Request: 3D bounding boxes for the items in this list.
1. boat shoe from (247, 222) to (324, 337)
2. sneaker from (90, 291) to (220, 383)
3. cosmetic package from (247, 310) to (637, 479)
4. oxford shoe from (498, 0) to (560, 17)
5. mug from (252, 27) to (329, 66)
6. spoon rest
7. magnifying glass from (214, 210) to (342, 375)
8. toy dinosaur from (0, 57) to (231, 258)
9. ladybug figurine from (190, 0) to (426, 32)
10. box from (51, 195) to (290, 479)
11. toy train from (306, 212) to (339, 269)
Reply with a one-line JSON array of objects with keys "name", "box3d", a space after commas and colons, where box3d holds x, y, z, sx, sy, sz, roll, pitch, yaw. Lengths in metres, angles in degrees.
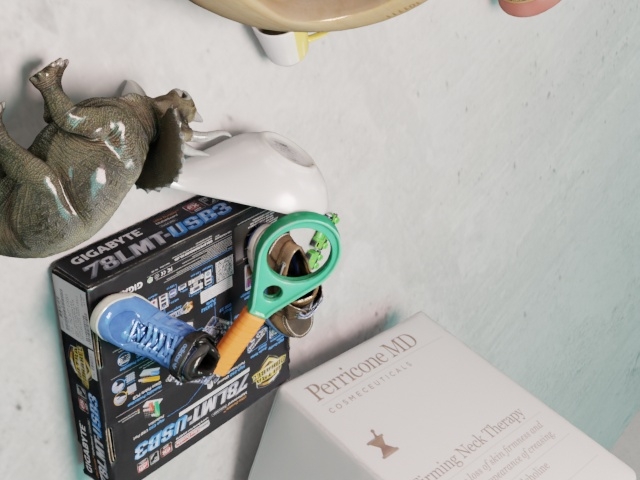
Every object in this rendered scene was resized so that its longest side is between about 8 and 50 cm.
[{"name": "boat shoe", "box3d": [-0.035, 0.061, 1.238, 0.066, 0.066, 0.183, -47, 143, -23]}, {"name": "sneaker", "box3d": [-0.162, 0.103, 1.087, 0.058, 0.085, 0.152, -60, 144, -4]}, {"name": "cosmetic package", "box3d": [0.142, 0.375, 1.463, 0.329, 0.394, 0.327, -22, 140, -45]}, {"name": "oxford shoe", "box3d": [0.355, -0.468, 1.449, 0.348, 0.123, 0.130, -53, 138, -15]}, {"name": "mug", "box3d": [-0.033, -0.225, 1.165, 0.064, 0.078, 0.062, 74, 30, -55]}, {"name": "spoon rest", "box3d": [-0.104, -0.086, 1.141, 0.276, 0.137, 0.084, 19, 115, -40]}, {"name": "magnifying glass", "box3d": [-0.059, 0.063, 1.176, 0.092, 0.026, 0.231, 24, 117, -27]}, {"name": "toy dinosaur", "box3d": [-0.233, -0.059, 0.941, 0.313, 0.121, 0.160, -42, 104, -15]}, {"name": "ladybug figurine", "box3d": [-0.007, -0.323, 0.945, 0.449, 0.305, 0.161, 16, 56, -69]}, {"name": "box", "box3d": [-0.156, 0.103, 1.228, 0.296, 0.073, 0.293, -30, 134, -38]}, {"name": "toy train", "box3d": [0.000, 0.000, 1.402, 0.024, 0.017, 0.083, 18, 99, -44]}]
